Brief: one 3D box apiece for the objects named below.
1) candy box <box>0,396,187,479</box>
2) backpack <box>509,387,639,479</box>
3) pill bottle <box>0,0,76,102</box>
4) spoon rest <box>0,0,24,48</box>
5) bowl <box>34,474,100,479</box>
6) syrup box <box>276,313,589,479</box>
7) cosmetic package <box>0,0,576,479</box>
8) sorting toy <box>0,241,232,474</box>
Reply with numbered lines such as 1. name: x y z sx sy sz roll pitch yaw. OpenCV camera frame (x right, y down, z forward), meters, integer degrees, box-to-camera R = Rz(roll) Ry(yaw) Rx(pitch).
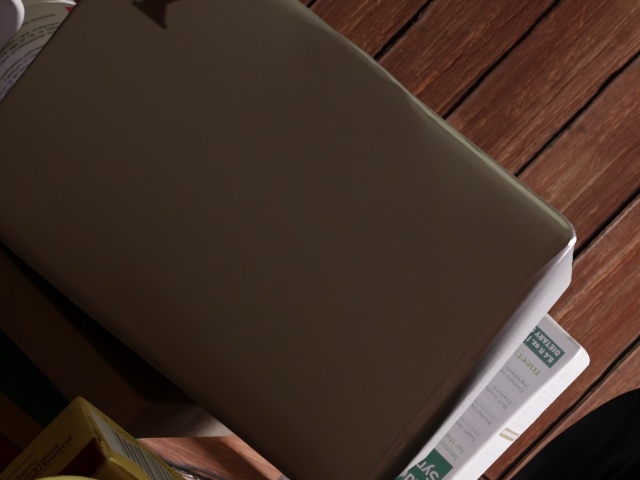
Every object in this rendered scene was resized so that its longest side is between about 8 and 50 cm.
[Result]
1. candy box: -0.047 0.151 0.607 0.187 0.109 0.053 42 3 -29
2. backpack: 0.212 0.262 0.878 0.355 0.273 0.290 49 -8 3
3. pill bottle: -0.199 -0.093 1.453 0.160 0.160 0.283 42 4 -42
4. spoon rest: -0.331 -0.170 1.305 0.276 0.137 0.084 18 47 -52
5. bowl: -0.059 0.156 0.496 0.170 0.080 0.170 47 16 -18
6. syrup box: 0.081 0.137 1.331 0.093 0.237 0.096 45 2 16
7. cosmetic package: 0.000 0.000 0.959 0.230 0.161 0.453 39 1 9
8. sorting toy: -0.171 0.022 0.903 0.255 0.089 0.257 45 2 11
